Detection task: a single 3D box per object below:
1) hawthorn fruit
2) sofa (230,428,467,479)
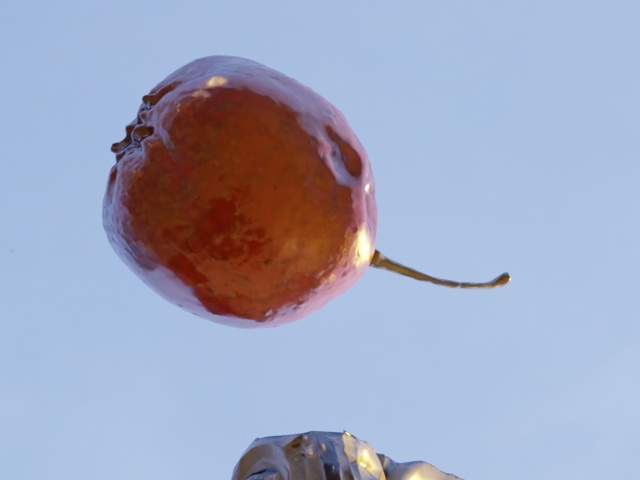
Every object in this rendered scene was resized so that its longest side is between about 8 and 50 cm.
[{"bbox_3d":[0.000,0.000,1.224,0.285,0.165,0.165,31,-95,-25],"label":"hawthorn fruit"},{"bbox_3d":[-0.018,0.168,0.412,0.258,0.200,0.182,-22,-121,31],"label":"sofa"}]
